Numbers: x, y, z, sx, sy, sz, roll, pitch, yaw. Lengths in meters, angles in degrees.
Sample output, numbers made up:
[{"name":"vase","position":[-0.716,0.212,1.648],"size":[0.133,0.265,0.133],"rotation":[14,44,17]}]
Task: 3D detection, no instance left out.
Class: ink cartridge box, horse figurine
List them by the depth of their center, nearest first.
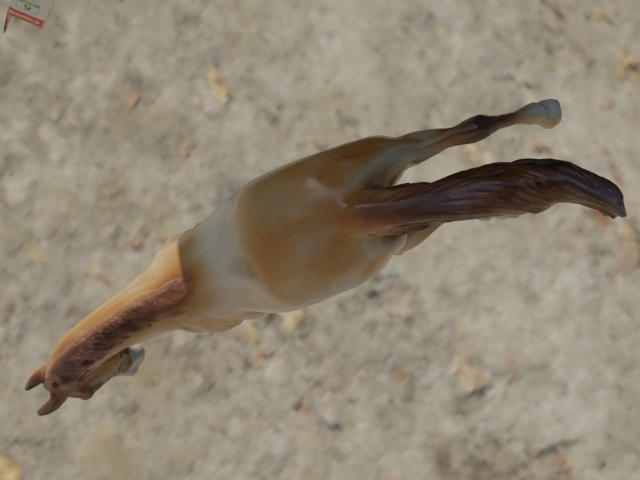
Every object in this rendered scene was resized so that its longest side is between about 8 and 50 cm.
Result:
[{"name":"horse figurine","position":[0.000,0.000,0.774],"size":[0.174,0.263,0.066],"rotation":[-18,89,-41]},{"name":"ink cartridge box","position":[-0.191,-0.184,1.242],"size":[0.029,0.115,0.063],"rotation":[22,70,-8]}]
